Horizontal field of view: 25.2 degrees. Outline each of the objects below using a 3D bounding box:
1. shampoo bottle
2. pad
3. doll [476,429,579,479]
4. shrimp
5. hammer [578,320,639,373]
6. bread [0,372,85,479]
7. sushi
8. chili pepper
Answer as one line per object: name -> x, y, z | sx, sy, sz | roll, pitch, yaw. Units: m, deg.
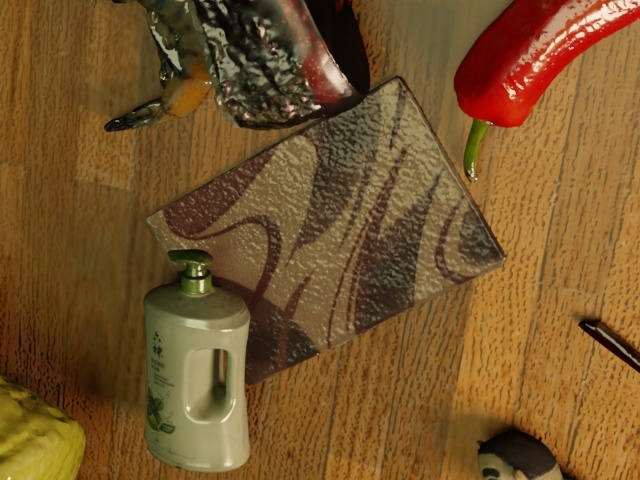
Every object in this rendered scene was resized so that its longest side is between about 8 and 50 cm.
shampoo bottle -> -0.129, 0.120, 1.496 | 0.118, 0.087, 0.234 | 12, 115, 23
pad -> 0.000, 0.000, 1.463 | 0.330, 0.004, 0.220 | -28, 99, 24
doll -> 0.226, 0.263, 1.450 | 0.179, 0.102, 0.089 | 42, 73, 3
shrimp -> -0.222, -0.211, 1.431 | 0.262, 0.051, 0.198 | 24, 115, 4
hammer -> 0.330, 0.129, 1.403 | 0.178, 0.021, 0.065 | 39, 115, 4
bread -> -0.450, 0.239, 1.519 | 0.308, 0.348, 0.348 | 47, 116, 4
sushi -> -0.048, -0.209, 1.333 | 0.126, 0.136, 0.225 | -15, 111, 24
chili pepper -> 0.243, -0.186, 1.278 | 0.368, 0.092, 0.137 | -32, 109, 27
